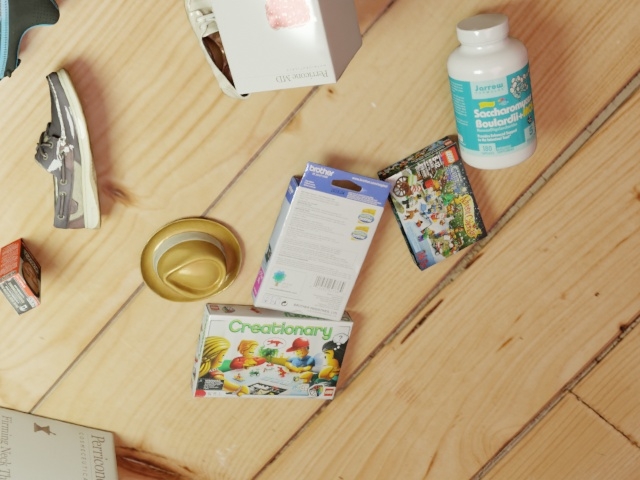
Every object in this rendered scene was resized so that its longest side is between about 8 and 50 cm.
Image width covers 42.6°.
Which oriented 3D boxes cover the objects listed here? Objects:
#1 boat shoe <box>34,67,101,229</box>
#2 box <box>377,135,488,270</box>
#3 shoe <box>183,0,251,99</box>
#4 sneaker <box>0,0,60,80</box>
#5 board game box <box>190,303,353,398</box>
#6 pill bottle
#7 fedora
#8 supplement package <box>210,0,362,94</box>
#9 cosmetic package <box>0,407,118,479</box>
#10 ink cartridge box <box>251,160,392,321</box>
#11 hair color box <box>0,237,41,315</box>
[{"bbox_3d":[-0.426,-0.140,1.362,0.092,0.103,0.285,-13,125,-17],"label":"boat shoe"},{"bbox_3d":[0.227,-0.071,1.643,0.159,0.044,0.233,-28,121,-3],"label":"box"},{"bbox_3d":[-0.165,-0.335,1.373,0.076,0.058,0.219,-25,121,-5],"label":"shoe"},{"bbox_3d":[-0.540,-0.270,1.246,0.341,0.125,0.139,-45,129,11],"label":"sneaker"},{"bbox_3d":[-0.099,0.231,1.681,0.305,0.053,0.193,5,114,-20],"label":"board game box"},{"bbox_3d":[0.313,-0.275,1.511,0.146,0.146,0.264,-20,120,-8],"label":"pill bottle"},{"bbox_3d":[-0.238,0.052,1.531,0.194,0.079,0.195,-7,117,-14],"label":"fedora"},{"bbox_3d":[-0.062,-0.401,1.272,0.177,0.175,0.293,-3,122,21],"label":"supplement package"},{"bbox_3d":[-0.611,0.532,1.503,0.393,0.329,0.328,21,107,-27],"label":"cosmetic package"},{"bbox_3d":[0.000,0.000,1.592,0.185,0.065,0.311,13,114,-20],"label":"ink cartridge box"},{"bbox_3d":[-0.515,0.060,1.407,0.043,0.141,0.072,-27,121,-3],"label":"hair color box"}]
